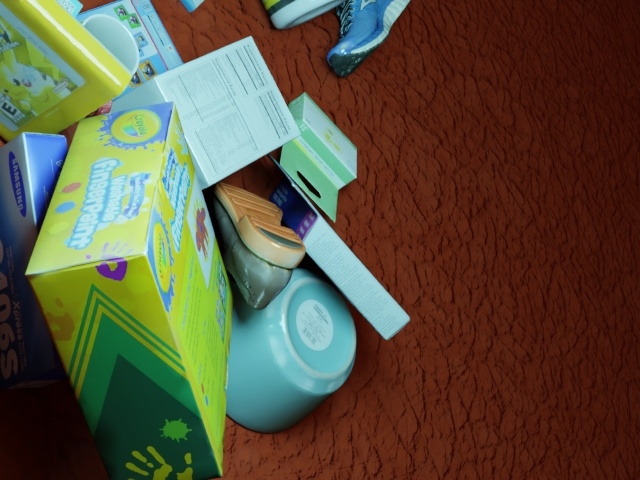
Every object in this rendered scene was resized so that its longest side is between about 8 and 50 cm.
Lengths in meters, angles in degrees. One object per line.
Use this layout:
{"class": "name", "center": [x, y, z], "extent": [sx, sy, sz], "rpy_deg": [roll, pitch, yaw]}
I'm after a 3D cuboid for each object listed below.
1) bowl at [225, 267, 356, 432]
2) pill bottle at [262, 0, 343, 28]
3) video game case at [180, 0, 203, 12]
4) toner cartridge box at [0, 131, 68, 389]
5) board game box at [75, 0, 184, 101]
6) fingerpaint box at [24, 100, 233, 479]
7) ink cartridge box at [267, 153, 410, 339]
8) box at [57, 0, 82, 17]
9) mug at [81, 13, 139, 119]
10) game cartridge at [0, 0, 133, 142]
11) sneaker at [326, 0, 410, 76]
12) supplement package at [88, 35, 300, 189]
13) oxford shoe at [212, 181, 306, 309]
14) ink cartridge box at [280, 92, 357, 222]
{"class": "bowl", "center": [-0.054, 0.172, 2.015], "extent": [0.311, 0.163, 0.311], "rpy_deg": [19, 62, -41]}
{"class": "pill bottle", "center": [-0.075, -0.609, 2.292], "extent": [0.188, 0.188, 0.334], "rpy_deg": [-31, 97, -48]}
{"class": "video game case", "center": [-0.245, -0.528, 2.212], "extent": [0.119, 0.015, 0.166], "rpy_deg": [52, 45, -18]}
{"class": "toner cartridge box", "center": [-0.423, 0.033, 1.682], "extent": [0.075, 0.165, 0.348], "rpy_deg": [2, 72, -44]}
{"class": "board game box", "center": [-0.348, -0.335, 2.005], "extent": [0.211, 0.039, 0.160], "rpy_deg": [-35, 100, -48]}
{"class": "fingerpaint box", "center": [-0.251, 0.067, 1.627], "extent": [0.445, 0.163, 0.371], "rpy_deg": [-94, 172, -58]}
{"class": "ink cartridge box", "center": [0.000, 0.000, 2.067], "extent": [0.330, 0.071, 0.324], "rpy_deg": [48, 1, -19]}
{"class": "box", "center": [-0.470, -0.319, 1.716], "extent": [0.100, 0.244, 0.060], "rpy_deg": [44, 48, -26]}
{"class": "mug", "center": [-0.391, -0.265, 1.835], "extent": [0.113, 0.169, 0.150], "rpy_deg": [36, 52, -32]}
{"class": "game cartridge", "center": [-0.476, -0.285, 1.667], "extent": [0.324, 0.285, 0.052], "rpy_deg": [42, 48, -26]}
{"class": "sneaker", "center": [0.075, -0.477, 2.469], "extent": [0.147, 0.130, 0.330], "rpy_deg": [39, 45, -10]}
{"class": "supplement package", "center": [-0.215, -0.195, 1.967], "extent": [0.263, 0.199, 0.198], "rpy_deg": [-35, 101, -48]}
{"class": "oxford shoe", "center": [-0.135, -0.001, 1.954], "extent": [0.130, 0.132, 0.363], "rpy_deg": [20, 14, -20]}
{"class": "ink cartridge box", "center": [-0.001, -0.165, 2.234], "extent": [0.171, 0.056, 0.235], "rpy_deg": [46, 23, -25]}
